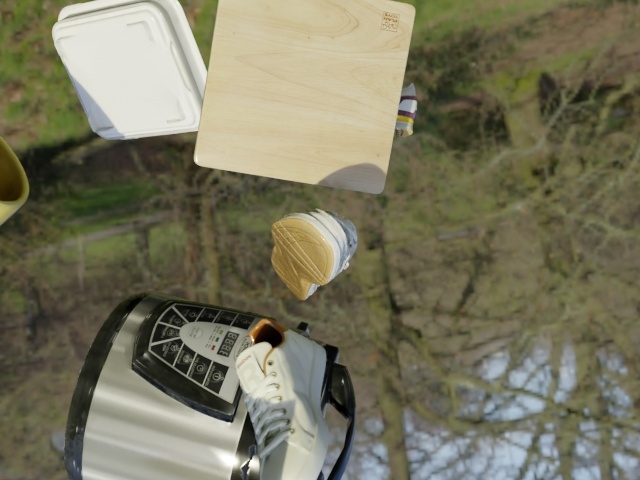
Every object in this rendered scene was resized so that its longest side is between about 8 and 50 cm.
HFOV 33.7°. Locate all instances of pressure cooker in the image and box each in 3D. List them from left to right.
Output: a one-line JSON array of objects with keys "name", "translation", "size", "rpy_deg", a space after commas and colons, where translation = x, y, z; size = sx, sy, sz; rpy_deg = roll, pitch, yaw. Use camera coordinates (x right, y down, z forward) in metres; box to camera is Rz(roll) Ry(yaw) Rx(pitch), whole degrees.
[{"name": "pressure cooker", "translation": [-0.154, 0.293, 1.718], "size": [0.421, 0.369, 0.375], "rpy_deg": [15, 180, 10]}]

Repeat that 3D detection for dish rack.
[{"name": "dish rack", "translation": [-0.365, -0.316, 2.001], "size": [0.333, 0.285, 0.072], "rpy_deg": [-2, -152, 36]}]

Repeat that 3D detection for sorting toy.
[{"name": "sorting toy", "translation": [-0.026, -0.210, 1.427], "size": [0.257, 0.255, 0.089], "rpy_deg": [9, -174, -11]}]

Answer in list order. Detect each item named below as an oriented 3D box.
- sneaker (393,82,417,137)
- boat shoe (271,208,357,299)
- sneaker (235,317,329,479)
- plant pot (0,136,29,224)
[{"name": "sneaker", "translation": [0.048, -0.201, 1.538], "size": [0.186, 0.083, 0.069], "rpy_deg": [8, 171, 4]}, {"name": "boat shoe", "translation": [0.000, 0.000, 1.336], "size": [0.096, 0.098, 0.277], "rpy_deg": [-37, 177, -14]}, {"name": "sneaker", "translation": [-0.064, 0.210, 1.328], "size": [0.123, 0.290, 0.106], "rpy_deg": [37, 115, -22]}, {"name": "plant pot", "translation": [-0.662, -0.081, 1.760], "size": [0.239, 0.254, 0.254], "rpy_deg": [-40, 164, 13]}]
